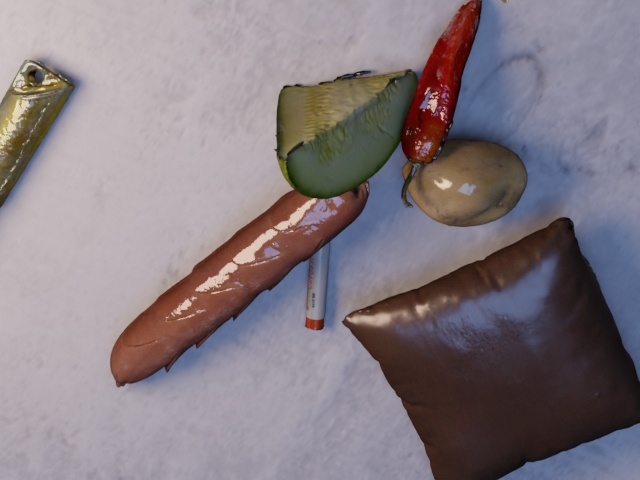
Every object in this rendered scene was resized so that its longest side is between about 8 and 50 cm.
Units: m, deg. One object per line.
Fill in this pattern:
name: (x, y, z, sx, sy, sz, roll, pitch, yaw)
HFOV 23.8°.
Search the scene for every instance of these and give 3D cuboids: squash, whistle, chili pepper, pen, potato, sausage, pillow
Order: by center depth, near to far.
squash: (0.039, -0.108, 1.707, 0.169, 0.252, 0.093, -9, 113, 3)
chili pepper: (0.135, -0.167, 1.762, 0.050, 0.059, 0.268, 18, 91, -22)
potato: (0.173, -0.071, 1.805, 0.147, 0.112, 0.112, -3, 112, -7)
whistle: (-0.401, -0.071, 1.819, 0.068, 0.057, 0.326, 31, 108, -12)
sausage: (-0.111, 0.049, 1.844, 0.433, 0.088, 0.088, -40, 107, 20)
pen: (0.000, 0.000, 1.871, 0.028, 0.028, 0.239, 3, 112, -2)
pillow: (0.228, 0.157, 1.893, 0.305, 0.108, 0.308, -25, 111, 10)

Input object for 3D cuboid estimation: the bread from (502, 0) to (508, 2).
bread: (0.092, -0.404, 1.623, 0.185, 0.109, 0.380, -50, 116, -26)
